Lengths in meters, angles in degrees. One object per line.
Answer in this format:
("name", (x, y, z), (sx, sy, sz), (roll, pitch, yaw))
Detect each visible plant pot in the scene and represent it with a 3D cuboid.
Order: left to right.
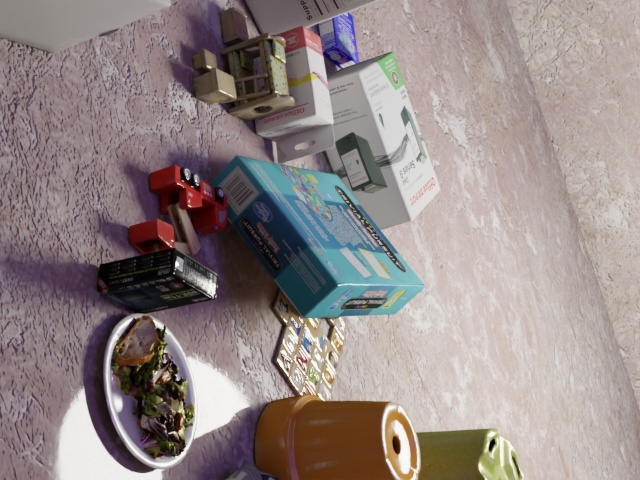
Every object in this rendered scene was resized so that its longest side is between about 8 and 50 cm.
("plant pot", (0.036, 0.315, 1.846), (0.205, 0.188, 0.205), (42, 40, -49))
("plant pot", (0.182, 0.410, 2.016), (0.276, 0.254, 0.276), (43, 39, -48))

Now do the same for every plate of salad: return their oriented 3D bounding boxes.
("plate of salad", (-0.204, 0.187, 1.594), (0.200, 0.048, 0.200), (43, 38, -48))

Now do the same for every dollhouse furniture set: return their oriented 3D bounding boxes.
("dollhouse furniture set", (-0.125, -0.301, 1.976), (0.161, 0.101, 0.182), (17, 61, -61))

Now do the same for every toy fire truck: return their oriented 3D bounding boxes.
("toy fire truck", (-0.191, -0.029, 1.747), (0.192, 0.047, 0.135), (32, 49, -56))

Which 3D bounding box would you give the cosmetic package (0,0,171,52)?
("cosmetic package", (-0.354, -0.336, 1.418), (0.365, 0.197, 0.155), (6, 70, -65))

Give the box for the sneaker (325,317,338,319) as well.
("sneaker", (0.030, 0.094, 2.079), (0.188, 0.071, 0.066), (-11, 85, -64))

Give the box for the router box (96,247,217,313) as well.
("router box", (-0.204, 0.052, 1.583), (0.092, 0.122, 0.038), (36, 49, -52))

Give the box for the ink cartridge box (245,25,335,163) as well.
("ink cartridge box", (-0.050, -0.237, 2.076), (0.067, 0.115, 0.198), (19, 59, -61))

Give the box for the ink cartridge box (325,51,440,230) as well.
("ink cartridge box", (0.102, -0.181, 2.348), (0.211, 0.121, 0.289), (-43, 115, -62))

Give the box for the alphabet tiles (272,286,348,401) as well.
("alphabet tiles", (-0.020, 0.151, 2.038), (0.198, 0.009, 0.237), (58, 29, -31))

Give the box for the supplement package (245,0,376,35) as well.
("supplement package", (0.016, -0.489, 2.148), (0.175, 0.293, 0.177), (61, 28, -25))

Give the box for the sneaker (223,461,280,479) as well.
("sneaker", (-0.061, 0.403, 1.722), (0.229, 0.086, 0.132), (68, 23, -10))

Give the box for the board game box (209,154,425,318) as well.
("board game box", (0.000, 0.000, 1.966), (0.254, 0.079, 0.336), (52, 19, 19))

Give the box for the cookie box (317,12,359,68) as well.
("cookie box", (0.032, -0.396, 2.424), (0.092, 0.040, 0.107), (27, 52, -57))
